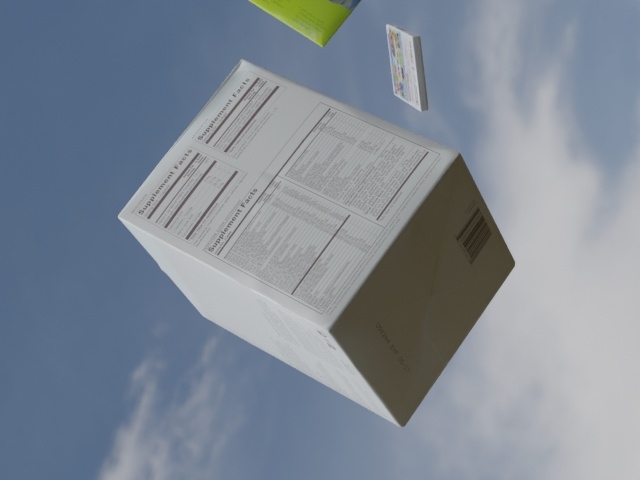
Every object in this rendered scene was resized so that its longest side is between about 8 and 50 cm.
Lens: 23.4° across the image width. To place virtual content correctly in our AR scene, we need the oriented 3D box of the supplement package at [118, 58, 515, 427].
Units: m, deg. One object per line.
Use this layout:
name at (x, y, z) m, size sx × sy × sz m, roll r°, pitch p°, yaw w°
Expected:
supplement package at (0.000, 0.000, 1.420) m, size 0.198 × 0.262 × 0.199 m, roll -54°, pitch -35°, yaw -14°

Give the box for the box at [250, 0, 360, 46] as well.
box at (0.011, -0.287, 1.515) m, size 0.178 × 0.109 × 0.042 m, roll -49°, pitch 20°, yaw 31°

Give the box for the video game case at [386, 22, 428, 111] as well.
video game case at (0.100, -0.203, 1.798) m, size 0.122 × 0.011 × 0.087 m, roll -130°, pitch 30°, yaw -71°
